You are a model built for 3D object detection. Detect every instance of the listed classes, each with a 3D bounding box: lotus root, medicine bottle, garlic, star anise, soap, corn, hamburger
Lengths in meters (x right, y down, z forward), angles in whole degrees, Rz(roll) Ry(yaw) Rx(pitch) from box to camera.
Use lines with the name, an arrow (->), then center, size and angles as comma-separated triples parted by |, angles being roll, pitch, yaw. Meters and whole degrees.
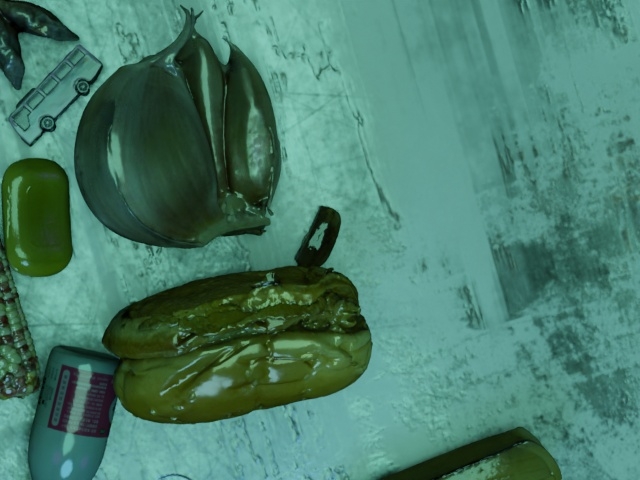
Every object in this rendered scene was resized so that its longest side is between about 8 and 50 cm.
lotus root -> 0.000, 0.000, 1.873 | 0.037, 0.030, 0.083 | 26, 88, -10
medicine bottle -> -0.296, 0.236, 1.804 | 0.090, 0.090, 0.216 | 13, 90, -9
garlic -> -0.163, -0.110, 1.762 | 0.237, 0.210, 0.292 | -22, 103, -1
star anise -> -0.396, -0.270, 1.791 | 0.172, 0.063, 0.208 | -29, 95, -5
soap -> -0.332, -0.027, 1.805 | 0.089, 0.045, 0.140 | -2, 87, -43
corn -> -0.384, 0.072, 1.794 | 0.079, 0.079, 0.237 | -13, 92, -8
hamburger -> -0.095, 0.116, 1.734 | 0.319, 0.318, 0.158 | -12, 89, -8

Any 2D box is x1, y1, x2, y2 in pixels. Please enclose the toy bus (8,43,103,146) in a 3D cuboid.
toy bus -> -0.313, -0.171, 1.819 | 0.052, 0.037, 0.130 | 43, 84, -5

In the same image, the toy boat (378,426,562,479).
toy boat -> 0.141, 0.331, 1.875 | 0.321, 0.089, 0.121 | -22, 106, -7
